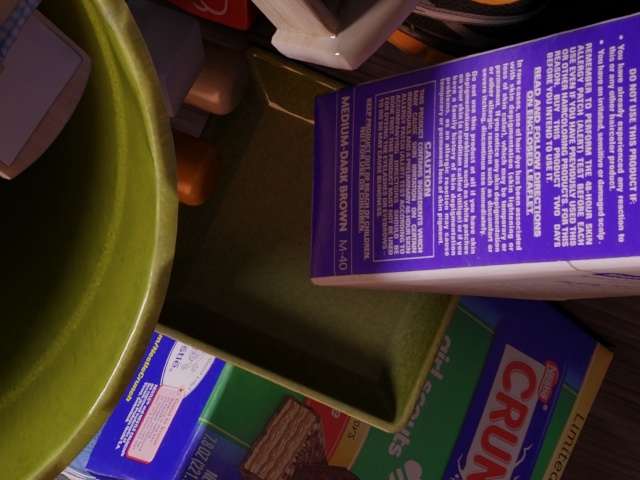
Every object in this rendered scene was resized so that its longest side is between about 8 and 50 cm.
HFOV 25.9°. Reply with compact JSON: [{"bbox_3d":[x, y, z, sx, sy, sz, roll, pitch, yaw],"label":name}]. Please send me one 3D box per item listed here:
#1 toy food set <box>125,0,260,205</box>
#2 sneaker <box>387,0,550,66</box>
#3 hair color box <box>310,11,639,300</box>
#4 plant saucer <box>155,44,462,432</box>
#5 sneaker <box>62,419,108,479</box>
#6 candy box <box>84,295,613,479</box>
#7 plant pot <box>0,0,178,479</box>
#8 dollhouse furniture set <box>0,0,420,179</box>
[{"bbox_3d":[-0.102,-0.125,0.767,0.105,0.111,0.232,21,156,12],"label":"toy food set"},{"bbox_3d":[0.013,-0.148,0.632,0.215,0.084,0.083,18,163,-15],"label":"sneaker"},{"bbox_3d":[0.164,-0.031,0.623,0.185,0.110,0.339,5,175,-35],"label":"hair color box"},{"bbox_3d":[0.000,0.000,0.874,0.188,0.188,0.045,23,172,2],"label":"plant saucer"},{"bbox_3d":[-0.278,0.113,1.430,0.330,0.130,0.147,47,161,30],"label":"sneaker"},{"bbox_3d":[0.034,0.123,1.015,0.317,0.268,0.122,36,161,-32],"label":"candy box"},{"bbox_3d":[-0.280,-0.073,0.704,0.366,0.366,0.353,33,-169,-25],"label":"plant pot"},{"bbox_3d":[0.039,-0.105,0.396,0.303,0.286,0.198,20,164,47],"label":"dollhouse furniture set"}]
